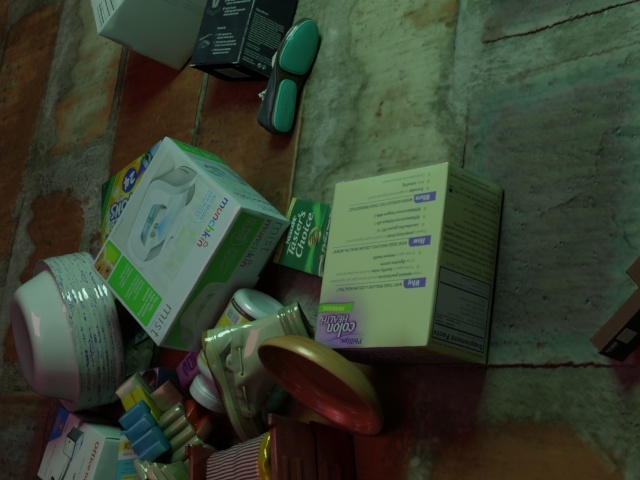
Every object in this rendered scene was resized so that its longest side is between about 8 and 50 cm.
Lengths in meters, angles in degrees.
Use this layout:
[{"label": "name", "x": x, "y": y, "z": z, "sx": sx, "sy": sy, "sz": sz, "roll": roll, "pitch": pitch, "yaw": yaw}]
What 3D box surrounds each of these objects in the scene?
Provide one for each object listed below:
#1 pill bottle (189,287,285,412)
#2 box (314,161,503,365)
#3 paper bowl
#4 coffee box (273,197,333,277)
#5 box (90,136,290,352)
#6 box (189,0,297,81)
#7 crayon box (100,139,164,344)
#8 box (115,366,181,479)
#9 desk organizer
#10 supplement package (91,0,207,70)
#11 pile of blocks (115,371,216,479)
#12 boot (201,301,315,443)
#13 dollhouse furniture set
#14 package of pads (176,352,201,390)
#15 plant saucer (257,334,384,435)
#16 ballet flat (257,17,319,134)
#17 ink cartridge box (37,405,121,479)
[{"label": "pill bottle", "x": -0.128, "y": 0.173, "z": 1.684, "sx": 0.184, "sy": 0.103, "sz": 0.103, "roll": -59, "pitch": 41, "yaw": 15}, {"label": "box", "x": 0.116, "y": 0.039, "z": 1.446, "sx": 0.214, "sy": 0.117, "sz": 0.243, "roll": -8, "pitch": 68, "yaw": 47}, {"label": "paper bowl", "x": -0.464, "y": 0.169, "z": 1.954, "sx": 0.284, "sy": 0.148, "sz": 0.284, "roll": 32, "pitch": 127, "yaw": 56}, {"label": "coffee box", "x": 0.000, "y": 0.000, "z": 1.640, "sx": 0.184, "sy": 0.040, "sz": 0.113, "roll": 17, "pitch": 89, "yaw": 58}, {"label": "box", "x": -0.210, "y": 0.010, "z": 1.737, "sx": 0.231, "sy": 0.127, "sz": 0.262, "roll": 43, "pitch": 107, "yaw": 38}, {"label": "box", "x": -0.137, "y": -0.371, "z": 1.924, "sx": 0.156, "sy": 0.093, "sz": 0.158, "roll": 9, "pitch": 83, "yaw": 51}, {"label": "crayon box", "x": -0.317, "y": 0.003, "z": 1.989, "sx": 0.203, "sy": 0.083, "sz": 0.323, "roll": -30, "pitch": 55, "yaw": 39}, {"label": "box", "x": -0.291, "y": 0.344, "z": 1.836, "sx": 0.100, "sy": 0.060, "sz": 0.244, "roll": -17, "pitch": 63, "yaw": 44}, {"label": "desk organizer", "x": 0.354, "y": 0.070, "z": 1.214, "sx": 0.130, "sy": 0.047, "sz": 0.050, "roll": -52, "pitch": 40, "yaw": 21}, {"label": "supplement package", "x": -0.303, "y": -0.474, "z": 2.078, "sx": 0.203, "sy": 0.194, "sz": 0.149, "roll": -44, "pitch": 45, "yaw": 28}, {"label": "pile of blocks", "x": -0.211, "y": 0.317, "z": 1.663, "sx": 0.113, "sy": 0.149, "sz": 0.362, "roll": -40, "pitch": 55, "yaw": 4}, {"label": "boot", "x": -0.067, "y": 0.205, "z": 1.606, "sx": 0.165, "sy": 0.213, "sz": 0.077, "roll": -19, "pitch": 19, "yaw": 2}, {"label": "dollhouse furniture set", "x": -0.061, "y": 0.441, "z": 1.458, "sx": 0.201, "sy": 0.152, "sz": 0.374, "roll": -30, "pitch": 54, "yaw": 39}, {"label": "package of pads", "x": -0.207, "y": 0.209, "z": 1.817, "sx": 0.083, "sy": 0.032, "sz": 0.050, "roll": -50, "pitch": 46, "yaw": 23}, {"label": "plant saucer", "x": 0.006, "y": 0.190, "z": 1.468, "sx": 0.200, "sy": 0.200, "sz": 0.037, "roll": 7, "pitch": 53, "yaw": 50}, {"label": "ballet flat", "x": -0.062, "y": -0.277, "z": 1.820, "sx": 0.074, "sy": 0.074, "sz": 0.203, "roll": 14, "pitch": 88, "yaw": 51}, {"label": "ink cartridge box", "x": -0.416, "y": 0.394, "z": 1.946, "sx": 0.191, "sy": 0.082, "sz": 0.139, "roll": 15, "pitch": 86, "yaw": 52}]
